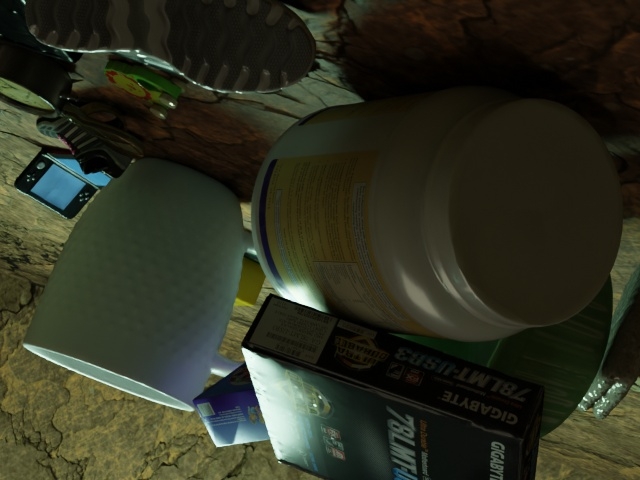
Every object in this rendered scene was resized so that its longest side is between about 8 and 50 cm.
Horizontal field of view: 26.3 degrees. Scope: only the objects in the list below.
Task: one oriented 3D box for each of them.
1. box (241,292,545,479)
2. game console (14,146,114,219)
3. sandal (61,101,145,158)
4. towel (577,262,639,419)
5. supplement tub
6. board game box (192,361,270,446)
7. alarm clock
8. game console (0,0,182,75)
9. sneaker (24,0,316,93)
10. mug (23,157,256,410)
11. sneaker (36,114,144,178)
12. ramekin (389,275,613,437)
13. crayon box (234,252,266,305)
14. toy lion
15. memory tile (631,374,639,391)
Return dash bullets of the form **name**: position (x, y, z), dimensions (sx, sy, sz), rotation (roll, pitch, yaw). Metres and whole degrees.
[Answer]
- **box**: position (0.079, 0.196, 1.423), dimensions (0.293, 0.073, 0.295), rotation (20, 151, 17)
- **game console**: position (-0.412, -0.089, 2.278), dimensions (0.144, 0.124, 0.085), rotation (36, -173, -48)
- **sandal**: position (-0.298, -0.164, 1.870), dimensions (0.180, 0.049, 0.072), rotation (29, 171, 44)
- **towel**: position (0.364, 0.105, 1.593), dimensions (0.049, 0.187, 0.282), rotation (23, 168, 10)
- **supplement tub**: position (0.106, -0.025, 1.339), dimensions (0.241, 0.241, 0.331), rotation (28, 166, -29)
- **board game box**: position (0.021, 0.172, 1.838), dimensions (0.347, 0.233, 0.078), rotation (-17, 103, 49)
- **alarm clock**: position (-0.401, -0.219, 1.750), dimensions (0.192, 0.064, 0.129), rotation (22, 168, -16)
- **game console**: position (-0.248, -0.234, 1.492), dimensions (0.361, 0.044, 0.213), rotation (19, 169, 12)
- **sneaker**: position (-0.135, -0.219, 1.324), dimensions (0.281, 0.105, 0.115), rotation (15, -159, 8)
- **mug**: position (-0.213, 0.072, 2.061), dimensions (0.374, 0.328, 0.276), rotation (19, 168, 5)
- **sneaker**: position (-0.344, -0.136, 1.977), dimensions (0.170, 0.074, 0.063), rotation (18, 167, 15)
- **ramekin**: position (0.195, 0.088, 1.568), dimensions (0.148, 0.303, 0.303), rotation (19, 169, -25)
- **crayon box**: position (-0.231, 0.042, 2.419), dimensions (0.203, 0.083, 0.323), rotation (27, 165, -24)
- **toy lion**: position (-0.217, -0.190, 1.660), dimensions (0.096, 0.034, 0.100), rotation (32, 165, -12)
- **memory tile**: position (0.499, 0.225, 2.276), dimensions (0.113, 0.012, 0.148), rotation (9, 163, 43)
